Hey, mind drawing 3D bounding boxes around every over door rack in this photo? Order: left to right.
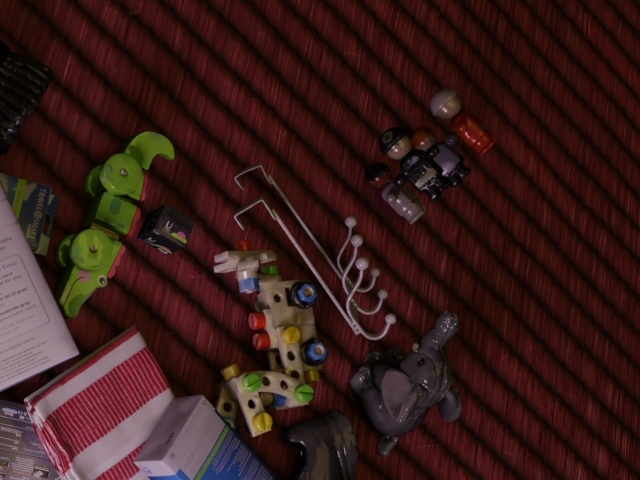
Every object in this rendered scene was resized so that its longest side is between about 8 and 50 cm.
[{"bbox_3d":[0.000,0.000,1.898,0.108,0.239,0.324,-44,106,10],"label":"over door rack"}]

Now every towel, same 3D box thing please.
[{"bbox_3d":[-0.293,0.327,1.733,0.237,0.037,0.328,-37,109,-42],"label":"towel"}]

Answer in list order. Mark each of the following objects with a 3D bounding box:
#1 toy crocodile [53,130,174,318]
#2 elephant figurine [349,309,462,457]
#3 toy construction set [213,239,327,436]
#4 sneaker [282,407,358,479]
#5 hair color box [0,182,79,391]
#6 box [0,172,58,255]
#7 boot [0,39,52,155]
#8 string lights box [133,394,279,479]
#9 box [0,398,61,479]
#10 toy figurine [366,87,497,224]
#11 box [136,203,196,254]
[{"bbox_3d":[-0.338,-0.029,1.791,0.105,0.115,0.340,27,68,-22],"label":"toy crocodile"},{"bbox_3d":[0.167,0.249,1.941,0.169,0.239,0.186,-42,101,-29],"label":"elephant figurine"},{"bbox_3d":[-0.097,0.159,1.878,0.215,0.151,0.327,-5,93,-29],"label":"toy construction set"},{"bbox_3d":[0.009,0.436,1.907,0.130,0.109,0.286,-9,75,-24],"label":"sneaker"},{"bbox_3d":[-0.521,0.040,1.624,0.185,0.114,0.374,-25,90,-30],"label":"hair color box"},{"bbox_3d":[-0.499,-0.048,1.749,0.178,0.042,0.109,16,73,-25],"label":"box"},{"bbox_3d":[-0.525,-0.329,1.737,0.260,0.131,0.347,25,79,-15],"label":"boot"},{"bbox_3d":[-0.162,0.381,1.777,0.259,0.077,0.133,53,46,-25],"label":"string lights box"},{"bbox_3d":[-0.439,0.345,1.693,0.231,0.056,0.183,18,72,-25],"label":"box"},{"bbox_3d":[0.193,-0.155,2.060,0.213,0.209,0.148,-42,84,-23],"label":"toy figurine"},{"bbox_3d":[-0.254,-0.017,1.853,0.062,0.083,0.052,31,66,-21],"label":"box"}]
